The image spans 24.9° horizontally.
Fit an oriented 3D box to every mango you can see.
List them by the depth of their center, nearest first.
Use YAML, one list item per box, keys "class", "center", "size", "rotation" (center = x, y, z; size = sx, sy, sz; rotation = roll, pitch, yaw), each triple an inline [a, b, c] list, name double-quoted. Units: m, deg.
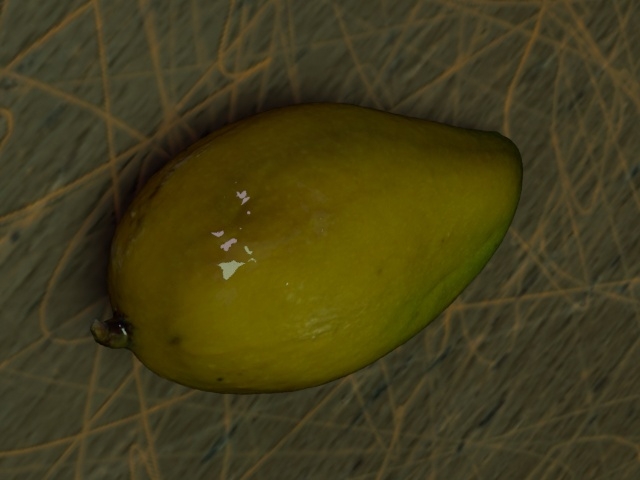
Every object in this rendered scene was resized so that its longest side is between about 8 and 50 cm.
- class: "mango"
  center: [0.000, 0.000, 0.897]
  size: [0.317, 0.119, 0.176]
  rotation: [-16, 112, -30]
